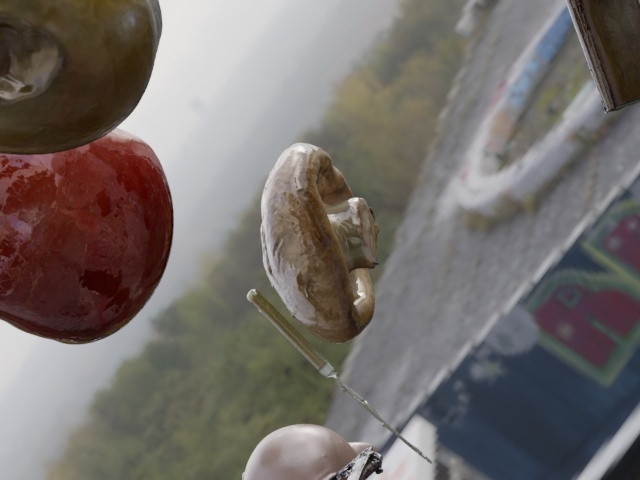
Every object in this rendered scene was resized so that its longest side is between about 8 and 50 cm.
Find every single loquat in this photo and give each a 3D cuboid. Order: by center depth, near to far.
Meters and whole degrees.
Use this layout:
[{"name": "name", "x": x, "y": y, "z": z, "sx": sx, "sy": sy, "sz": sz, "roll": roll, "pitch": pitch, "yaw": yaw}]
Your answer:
[{"name": "loquat", "x": -0.204, "y": -0.150, "z": 1.134, "sx": 0.179, "sy": 0.179, "sz": 0.227, "roll": -52, "pitch": 10, "yaw": 16}]

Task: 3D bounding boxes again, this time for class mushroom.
[{"name": "mushroom", "x": 0.000, "y": 0.000, "z": 2.021, "sx": 0.146, "sy": 0.278, "sz": 0.278, "roll": -16, "pitch": 18, "yaw": 13}]

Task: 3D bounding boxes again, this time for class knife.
[{"name": "knife", "x": 0.022, "y": 0.165, "z": 1.894, "sx": 0.017, "sy": 0.298, "sz": 0.047, "roll": -45, "pitch": 1, "yaw": -13}]

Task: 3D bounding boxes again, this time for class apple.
[{"name": "apple", "x": -0.276, "y": -0.024, "z": 1.555, "sx": 0.260, "sy": 0.260, "sz": 0.216, "roll": -142, "pitch": 72, "yaw": -83}]

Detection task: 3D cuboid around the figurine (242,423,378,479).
[{"name": "figurine", "x": -0.015, "y": 0.242, "z": 1.563, "sx": 0.138, "sy": 0.125, "sz": 0.125, "roll": -13, "pitch": 20, "yaw": 14}]

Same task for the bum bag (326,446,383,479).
[{"name": "bum bag", "x": 0.003, "y": 0.244, "z": 1.413, "sx": 0.109, "sy": 0.026, "sz": 0.159, "roll": -41, "pitch": 3, "yaw": 16}]

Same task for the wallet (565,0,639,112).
[{"name": "wallet", "x": 0.292, "y": -0.262, "z": 1.656, "sx": 0.031, "sy": 0.255, "sz": 0.137, "roll": -18, "pitch": 1, "yaw": 37}]
